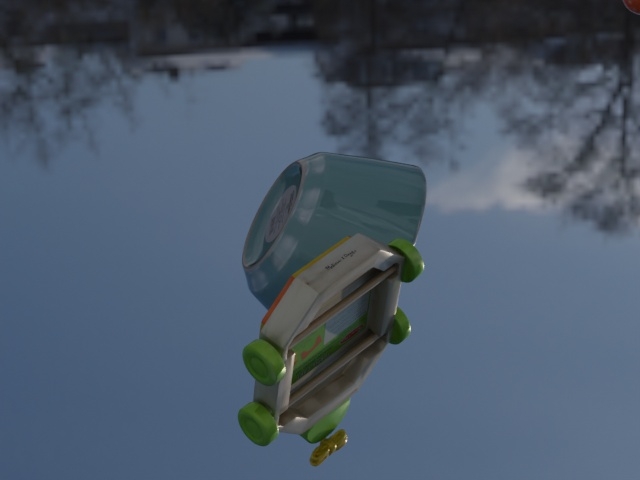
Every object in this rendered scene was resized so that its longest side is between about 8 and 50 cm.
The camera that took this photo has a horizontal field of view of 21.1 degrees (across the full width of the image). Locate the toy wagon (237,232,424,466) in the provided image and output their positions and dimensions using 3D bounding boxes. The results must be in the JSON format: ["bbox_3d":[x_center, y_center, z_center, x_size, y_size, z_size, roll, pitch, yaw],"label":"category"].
[{"bbox_3d":[0.005,0.148,2.132,0.068,0.344,0.267,37,-128,26],"label":"toy wagon"}]

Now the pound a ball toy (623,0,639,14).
[{"bbox_3d":[0.408,-0.319,1.978,0.136,0.208,0.319,-34,-151,6],"label":"pound a ball toy"}]

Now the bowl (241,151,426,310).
[{"bbox_3d":[0.000,0.000,2.430,0.163,0.311,0.311,26,-169,-17],"label":"bowl"}]
